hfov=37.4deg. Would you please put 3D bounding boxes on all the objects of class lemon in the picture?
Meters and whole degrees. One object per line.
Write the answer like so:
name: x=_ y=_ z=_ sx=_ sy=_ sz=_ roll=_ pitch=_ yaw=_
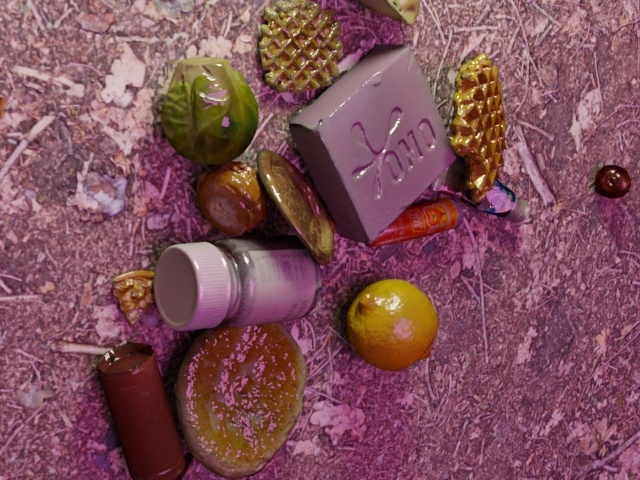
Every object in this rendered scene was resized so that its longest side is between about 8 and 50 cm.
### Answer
lemon: x=0.149 y=0.176 z=1.943 sx=0.244 sy=0.187 sz=0.187 roll=39 pitch=78 yaw=-41

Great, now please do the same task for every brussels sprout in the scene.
brussels sprout: x=-0.186 y=-0.222 z=1.619 sx=0.161 sy=0.144 sz=0.181 roll=9 pitch=105 yaw=1

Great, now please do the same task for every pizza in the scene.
pizza: x=-0.317 y=0.106 z=1.676 sx=0.123 sy=0.026 sz=0.109 roll=4 pitch=101 yaw=-38

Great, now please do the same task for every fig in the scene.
fig: x=0.739 y=-0.148 z=2.375 sx=0.125 sy=0.089 sz=0.089 roll=-6 pitch=107 yaw=-64

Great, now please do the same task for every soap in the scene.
soap: x=0.105 y=-0.193 z=1.854 sx=0.296 sy=0.107 sz=0.285 roll=-46 pitch=124 yaw=-26

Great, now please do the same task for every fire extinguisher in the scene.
fire extinguisher: x=-0.299 y=0.343 z=1.713 sx=0.147 sy=0.106 sz=0.337 roll=-42 pitch=128 yaw=-51

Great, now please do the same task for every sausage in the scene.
sausage: x=0.180 y=-0.036 z=1.981 sx=0.274 sy=0.074 sz=0.074 roll=-13 pitch=109 yaw=-33

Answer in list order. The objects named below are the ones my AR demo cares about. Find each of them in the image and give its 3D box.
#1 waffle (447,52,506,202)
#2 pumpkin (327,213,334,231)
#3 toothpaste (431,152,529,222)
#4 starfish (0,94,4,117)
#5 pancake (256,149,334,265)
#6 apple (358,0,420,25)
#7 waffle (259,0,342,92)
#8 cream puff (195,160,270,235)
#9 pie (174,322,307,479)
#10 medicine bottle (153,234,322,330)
waffle: x=0.334 y=-0.242 z=1.985 sx=0.281 sy=0.058 sz=0.301 roll=-54 pitch=138 yaw=-47
pumpkin: x=0.001 y=0.001 z=1.880 sx=0.073 sy=0.035 sz=0.101 roll=-12 pitch=107 yaw=-37
toothpaste: x=0.360 y=-0.110 z=2.113 sx=0.266 sy=0.061 sz=0.096 roll=24 pitch=87 yaw=-32
starfish: x=-0.583 y=-0.144 z=1.402 sx=0.138 sy=0.050 sz=0.247 roll=42 pitch=69 yaw=-35
pancake: x=-0.042 y=-0.064 z=1.728 sx=0.031 sy=0.250 sz=0.250 roll=-29 pitch=126 yaw=15
apple: x=0.098 y=-0.548 z=1.760 sx=0.265 sy=0.120 sz=0.193 roll=39 pitch=66 yaw=-39
waffle: x=-0.035 y=-0.362 z=1.757 sx=0.183 sy=0.036 sz=0.169 roll=-11 pitch=107 yaw=-35
cream puff: x=-0.152 y=-0.080 z=1.690 sx=0.103 sy=0.126 sz=0.144 roll=-50 pitch=133 yaw=-45
pie: x=-0.151 y=0.282 z=1.790 sx=0.323 sy=0.070 sz=0.323 roll=-1 pitch=91 yaw=-42
medicine bottle: x=-0.146 y=0.075 z=1.698 sx=0.273 sy=0.165 sz=0.165 roll=-3 pitch=104 yaw=-39
